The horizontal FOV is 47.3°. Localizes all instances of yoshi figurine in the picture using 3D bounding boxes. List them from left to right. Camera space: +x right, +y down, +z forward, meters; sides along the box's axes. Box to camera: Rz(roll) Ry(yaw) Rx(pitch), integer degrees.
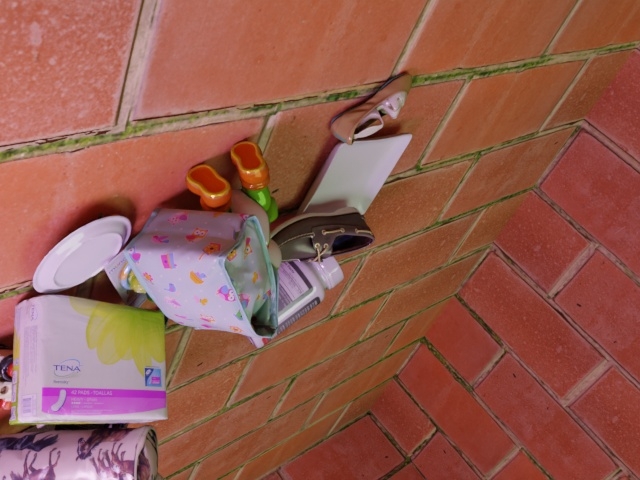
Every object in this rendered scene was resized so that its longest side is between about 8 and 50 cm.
[{"bbox_3d":[-0.171,-0.035,1.510,0.362,0.204,0.202,81,18,-47],"label":"yoshi figurine"}]

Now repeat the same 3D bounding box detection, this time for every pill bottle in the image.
[{"bbox_3d":[-0.092,0.128,1.855,0.283,0.161,0.161,-36,156,-13],"label":"pill bottle"}]

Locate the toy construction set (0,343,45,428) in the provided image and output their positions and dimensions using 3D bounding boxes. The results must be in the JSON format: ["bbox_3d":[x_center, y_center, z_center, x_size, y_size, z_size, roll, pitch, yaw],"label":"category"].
[{"bbox_3d":[-0.597,0.304,1.391,0.214,0.151,0.328,-70,161,3],"label":"toy construction set"}]

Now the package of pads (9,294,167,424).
[{"bbox_3d":[-0.426,0.226,1.377,0.101,0.229,0.297,-18,159,34],"label":"package of pads"}]

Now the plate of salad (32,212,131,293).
[{"bbox_3d":[-0.425,0.019,1.299,0.200,0.048,0.200,-40,167,-11],"label":"plate of salad"}]

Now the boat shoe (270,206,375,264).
[{"bbox_3d":[0.000,0.000,1.749,0.325,0.096,0.116,-14,146,-44],"label":"boat shoe"}]

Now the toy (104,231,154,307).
[{"bbox_3d":[-0.340,0.068,1.462,0.137,0.056,0.237,-49,166,-22],"label":"toy"}]

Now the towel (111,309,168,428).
[{"bbox_3d":[-0.434,0.362,1.687,0.271,0.040,0.370,-79,-168,-49],"label":"towel"}]

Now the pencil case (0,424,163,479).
[{"bbox_3d":[-0.535,0.477,1.489,0.411,0.159,0.183,-5,121,2],"label":"pencil case"}]

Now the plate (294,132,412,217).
[{"bbox_3d":[0.069,-0.151,1.770,0.278,0.045,0.277,-15,144,-46],"label":"plate"}]

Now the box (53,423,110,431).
[{"bbox_3d":[-0.509,0.372,1.611,0.153,0.108,0.207,-84,-162,-51],"label":"box"}]

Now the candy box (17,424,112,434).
[{"bbox_3d":[-0.618,0.477,1.756,0.234,0.071,0.159,-25,151,-32],"label":"candy box"}]

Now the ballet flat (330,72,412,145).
[{"bbox_3d":[0.128,-0.281,1.603,0.232,0.073,0.080,-36,156,-14],"label":"ballet flat"}]

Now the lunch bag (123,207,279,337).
[{"bbox_3d":[-0.205,0.076,1.380,0.160,0.224,0.262,-64,148,-41],"label":"lunch bag"}]
